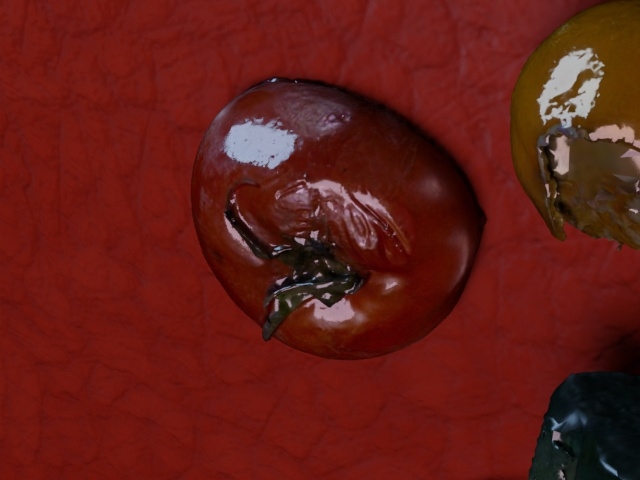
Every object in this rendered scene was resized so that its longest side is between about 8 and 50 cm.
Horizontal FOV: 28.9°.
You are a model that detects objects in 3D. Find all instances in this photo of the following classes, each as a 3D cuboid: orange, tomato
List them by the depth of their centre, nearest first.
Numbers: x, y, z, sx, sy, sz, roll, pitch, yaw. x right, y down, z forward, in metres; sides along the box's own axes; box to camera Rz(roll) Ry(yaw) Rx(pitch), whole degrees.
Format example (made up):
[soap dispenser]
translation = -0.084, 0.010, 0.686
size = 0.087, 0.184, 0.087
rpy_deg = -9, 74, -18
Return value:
[orange]
translation = 0.180, -0.062, 0.718
size = 0.156, 0.134, 0.157
rpy_deg = 23, 129, 32
[tomato]
translation = -0.002, 0.000, 0.892
size = 0.227, 0.101, 0.228
rpy_deg = 13, 127, 19

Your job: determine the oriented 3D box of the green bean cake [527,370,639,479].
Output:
[green bean cake]
translation = 0.308, 0.214, 0.759
size = 0.307, 0.300, 0.169
rpy_deg = -1, 114, -17
